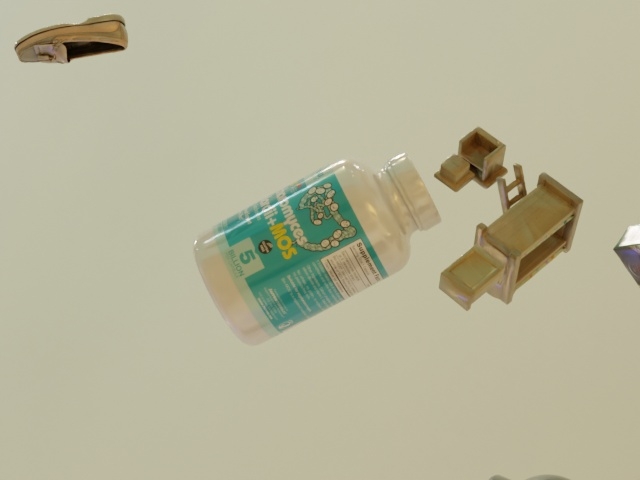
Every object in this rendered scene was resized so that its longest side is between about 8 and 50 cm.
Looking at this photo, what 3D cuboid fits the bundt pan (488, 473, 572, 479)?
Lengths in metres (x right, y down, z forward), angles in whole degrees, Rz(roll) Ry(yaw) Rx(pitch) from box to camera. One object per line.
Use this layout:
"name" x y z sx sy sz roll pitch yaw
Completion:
"bundt pan" 0.180 0.351 0.956 0.331 0.124 0.331 -19 -132 23

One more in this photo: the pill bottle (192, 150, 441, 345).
"pill bottle" 0.000 0.000 1.229 0.264 0.146 0.146 -28 -136 3

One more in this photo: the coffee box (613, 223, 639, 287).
"coffee box" 0.380 0.028 1.032 0.040 0.113 0.184 -46 -162 -26

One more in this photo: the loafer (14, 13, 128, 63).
"loafer" -0.273 -0.215 1.194 0.125 0.045 0.039 -16 -109 -3

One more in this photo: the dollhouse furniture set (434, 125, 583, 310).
"dollhouse furniture set" 0.165 -0.009 1.208 0.182 0.101 0.161 -36 -120 -23
